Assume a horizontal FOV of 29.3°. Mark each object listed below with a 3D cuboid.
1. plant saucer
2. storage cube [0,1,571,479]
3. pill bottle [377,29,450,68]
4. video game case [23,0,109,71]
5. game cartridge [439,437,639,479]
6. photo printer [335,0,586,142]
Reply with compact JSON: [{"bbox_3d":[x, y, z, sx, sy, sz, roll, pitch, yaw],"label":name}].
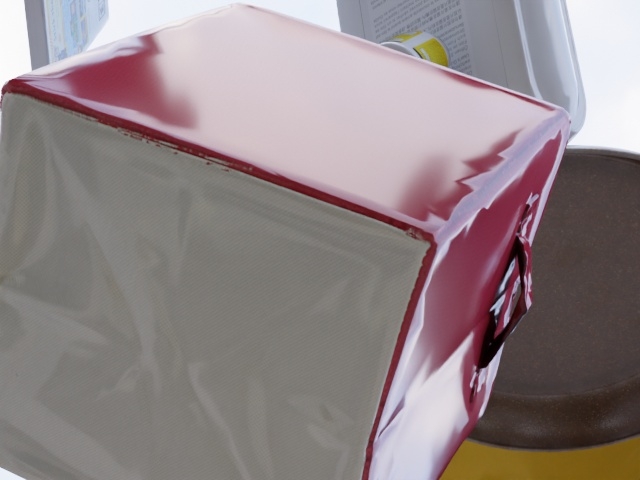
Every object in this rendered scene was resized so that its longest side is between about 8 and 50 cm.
[{"bbox_3d":[0.181,0.043,0.933,0.311,0.050,0.310,2,-49,3],"label":"plant saucer"},{"bbox_3d":[-0.022,0.017,0.556,0.215,0.193,0.183,21,-64,17],"label":"storage cube"},{"bbox_3d":[0.082,-0.159,1.126,0.065,0.116,0.065,7,-70,21],"label":"pill bottle"},{"bbox_3d":[-0.276,-0.301,1.320,0.026,0.206,0.227,7,-55,6],"label":"video game case"},{"bbox_3d":[0.222,0.191,1.165,0.323,0.053,0.285,-46,-119,1],"label":"game cartridge"},{"bbox_3d":[0.138,-0.189,1.249,0.256,0.107,0.307,-26,-116,43],"label":"photo printer"}]
